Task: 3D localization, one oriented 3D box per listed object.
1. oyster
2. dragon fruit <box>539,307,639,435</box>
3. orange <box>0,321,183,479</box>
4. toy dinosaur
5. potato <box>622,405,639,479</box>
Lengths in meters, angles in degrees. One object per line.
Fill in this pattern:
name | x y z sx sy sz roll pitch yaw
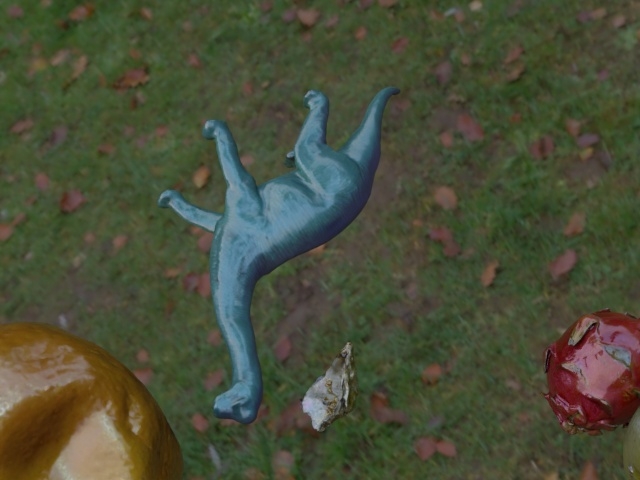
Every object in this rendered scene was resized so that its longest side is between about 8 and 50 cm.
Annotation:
oyster | 0.016 0.139 1.063 0.093 0.034 0.051 -52 49 40
dragon fruit | 0.317 0.137 1.275 0.166 0.133 0.136 -37 15 0
orange | -0.246 0.192 0.949 0.249 0.249 0.183 7 42 35
toy dinosaur | 0.000 0.000 1.255 0.383 0.129 0.331 -24 56 -15
potato | 0.369 0.212 1.121 0.157 0.157 0.194 -28 22 9
